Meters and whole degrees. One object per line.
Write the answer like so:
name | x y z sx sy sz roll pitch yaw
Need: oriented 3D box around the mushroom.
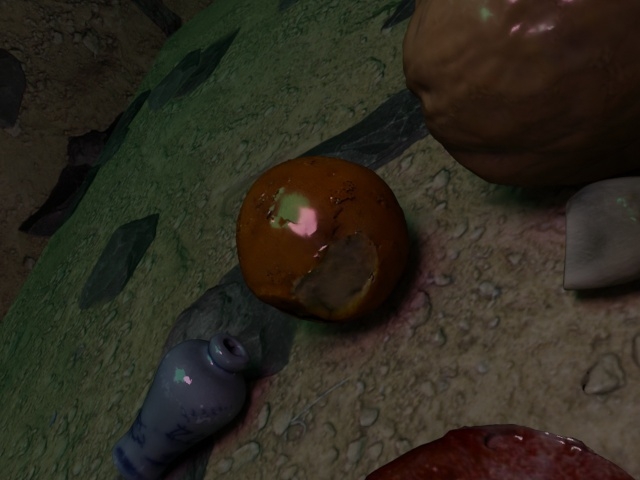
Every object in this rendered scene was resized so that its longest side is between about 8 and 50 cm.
mushroom | 0.320 -0.014 0.661 0.225 0.093 0.116 -19 52 53

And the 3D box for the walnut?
walnut | 0.274 -0.235 0.760 0.381 0.381 0.381 -33 34 26

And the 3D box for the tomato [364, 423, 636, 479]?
tomato | 0.123 0.302 0.510 0.309 0.170 0.309 -3 42 3

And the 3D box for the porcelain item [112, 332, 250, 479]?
porcelain item | -0.206 0.249 1.029 0.259 0.141 0.141 -50 30 14

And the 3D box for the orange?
orange | 0.000 0.000 0.934 0.240 0.240 0.240 -33 34 26
